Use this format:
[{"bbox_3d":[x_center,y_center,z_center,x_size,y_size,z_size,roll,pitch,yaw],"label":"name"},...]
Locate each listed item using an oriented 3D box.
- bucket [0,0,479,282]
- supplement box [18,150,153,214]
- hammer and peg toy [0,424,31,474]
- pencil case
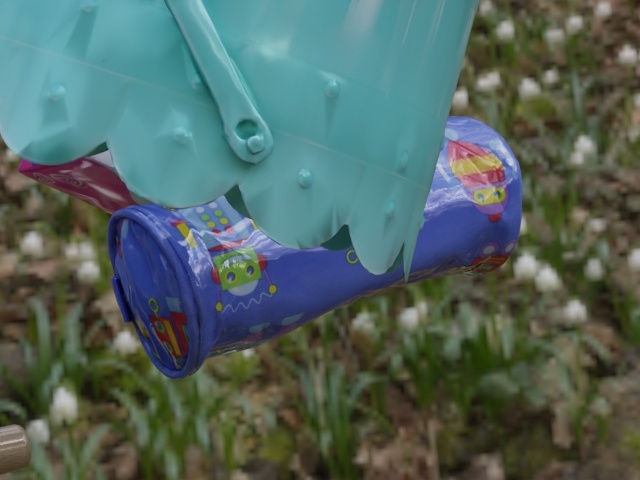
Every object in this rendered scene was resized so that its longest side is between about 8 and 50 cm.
[{"bbox_3d":[-0.054,-0.108,0.790,0.281,0.183,0.281,19,1,0],"label":"bucket"},{"bbox_3d":[-0.131,-0.136,1.212,0.114,0.220,0.111,24,-20,-33],"label":"supplement box"},{"bbox_3d":[-0.329,0.291,1.333,0.127,0.361,0.266,-9,18,-31],"label":"hammer and peg toy"},{"bbox_3d":[0.000,0.000,1.098,0.306,0.119,0.133,-17,-1,-33],"label":"pencil case"}]
